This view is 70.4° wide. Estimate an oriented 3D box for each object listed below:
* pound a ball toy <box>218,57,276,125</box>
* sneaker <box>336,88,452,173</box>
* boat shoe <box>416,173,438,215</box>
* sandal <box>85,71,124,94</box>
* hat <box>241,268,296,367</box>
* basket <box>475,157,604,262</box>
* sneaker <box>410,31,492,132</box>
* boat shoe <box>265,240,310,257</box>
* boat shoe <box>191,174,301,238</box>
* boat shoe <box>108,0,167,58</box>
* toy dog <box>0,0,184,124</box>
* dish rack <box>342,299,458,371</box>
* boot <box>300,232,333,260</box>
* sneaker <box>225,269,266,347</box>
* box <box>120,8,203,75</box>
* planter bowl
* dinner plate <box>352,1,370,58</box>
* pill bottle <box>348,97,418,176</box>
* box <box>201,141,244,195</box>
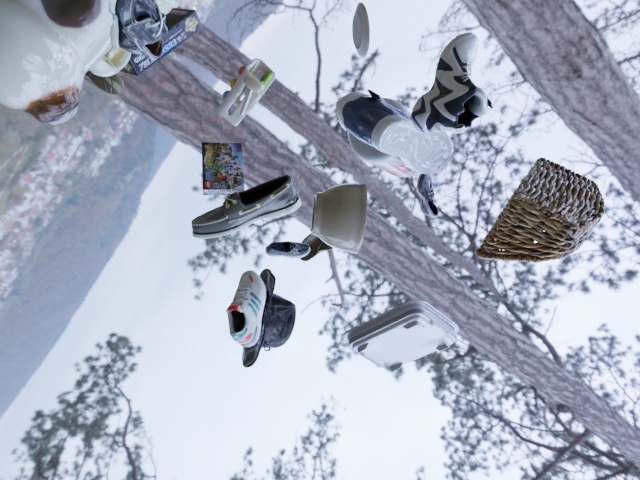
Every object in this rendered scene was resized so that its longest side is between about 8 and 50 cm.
[{"bbox_3d":[-0.325,-0.614,1.875,0.319,0.136,0.208,-36,-161,47],"label":"pound a ball toy"},{"bbox_3d":[0.183,-0.298,1.197,0.236,0.323,0.130,47,-63,37],"label":"sneaker"},{"bbox_3d":[0.412,-0.175,1.707,0.075,0.206,0.065,-38,-134,-21],"label":"boat shoe"},{"bbox_3d":[-0.642,-0.487,1.290,0.072,0.180,0.049,-51,-162,32],"label":"sandal"},{"bbox_3d":[-0.159,0.267,1.508,0.331,0.134,0.331,-165,-90,-73],"label":"hat"},{"bbox_3d":[0.593,-0.047,1.208,0.299,0.214,0.223,-38,154,-45],"label":"basket"},{"bbox_3d":[0.309,-0.323,0.949,0.153,0.094,0.235,29,-98,41],"label":"sneaker"},{"bbox_3d":[-0.092,0.025,1.347,0.040,0.142,0.049,131,-49,-56],"label":"boat shoe"},{"bbox_3d":[-0.206,-0.092,1.215,0.305,0.091,0.109,-19,-146,-8],"label":"boat shoe"},{"bbox_3d":[-0.257,-0.333,0.659,0.233,0.079,0.084,-3,-117,68],"label":"boat shoe"},{"bbox_3d":[-0.466,-0.412,0.847,0.408,0.284,0.395,-51,-139,-2],"label":"toy dog"},{"bbox_3d":[0.274,0.339,1.529,0.333,0.286,0.072,-34,-142,28],"label":"dish rack"},{"bbox_3d":[0.000,0.000,2.005,0.213,0.077,0.165,-30,-165,9],"label":"boot"},{"bbox_3d":[-0.151,0.127,0.904,0.057,0.075,0.161,-7,-118,17],"label":"sneaker"},{"bbox_3d":[-0.588,-0.664,1.479,0.296,0.073,0.293,23,-119,30],"label":"box"},{"bbox_3d":[0.036,-0.055,1.030,0.162,0.109,0.162,-175,-90,-84],"label":"planter bowl"},{"bbox_3d":[0.108,-0.576,1.249,0.141,0.017,0.141,172,-90,-80],"label":"dinner plate"},{"bbox_3d":[0.293,-0.367,1.718,0.229,0.408,0.228,-3,-95,31],"label":"pill bottle"},{"bbox_3d":[-0.386,-0.285,1.795,0.044,0.159,0.233,112,-27,-58],"label":"box"}]
